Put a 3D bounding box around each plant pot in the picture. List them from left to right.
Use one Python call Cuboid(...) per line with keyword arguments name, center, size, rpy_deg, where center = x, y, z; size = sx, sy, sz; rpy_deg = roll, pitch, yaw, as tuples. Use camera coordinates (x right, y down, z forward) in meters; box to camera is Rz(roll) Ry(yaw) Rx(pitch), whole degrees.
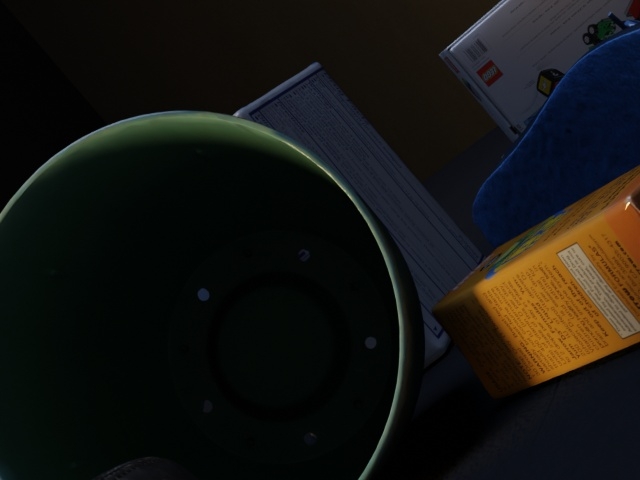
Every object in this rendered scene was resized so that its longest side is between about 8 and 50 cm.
Cuboid(name="plant pot", center=(-0.059, 0.072, 1.109), size=(0.293, 0.293, 0.235), rpy_deg=(-40, -13, 9))

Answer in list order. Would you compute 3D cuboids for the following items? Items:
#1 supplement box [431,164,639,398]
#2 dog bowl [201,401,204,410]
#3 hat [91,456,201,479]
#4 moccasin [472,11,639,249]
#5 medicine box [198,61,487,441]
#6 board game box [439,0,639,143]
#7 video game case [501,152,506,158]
Cuboid(name="supplement box", center=(0.157, 0.020, 0.937), size=(0.078, 0.080, 0.233), rpy_deg=(-39, -1, -29))
Cuboid(name="dog bowl", center=(-0.216, 0.111, 1.313), size=(0.297, 0.074, 0.166), rpy_deg=(6, -14, -44))
Cuboid(name="hat", center=(-0.100, 0.192, 0.801), size=(0.331, 0.134, 0.331), rpy_deg=(-41, 0, 0))
Cuboid(name="moccasin", center=(0.231, -0.097, 1.231), size=(0.117, 0.138, 0.342), rpy_deg=(-37, 1, -35))
Cuboid(name="medicine box", center=(0.000, 0.000, 1.474), size=(0.149, 0.263, 0.289), rpy_deg=(-40, 2, 19))
Cuboid(name="board game box", center=(0.280, -0.189, 1.414), size=(0.305, 0.193, 0.053), rpy_deg=(-40, 3, -3))
Cuboid(name="video game case", center=(0.320, -0.167, 1.628), size=(0.269, 0.061, 0.244), rpy_deg=(-39, -5, -8))
